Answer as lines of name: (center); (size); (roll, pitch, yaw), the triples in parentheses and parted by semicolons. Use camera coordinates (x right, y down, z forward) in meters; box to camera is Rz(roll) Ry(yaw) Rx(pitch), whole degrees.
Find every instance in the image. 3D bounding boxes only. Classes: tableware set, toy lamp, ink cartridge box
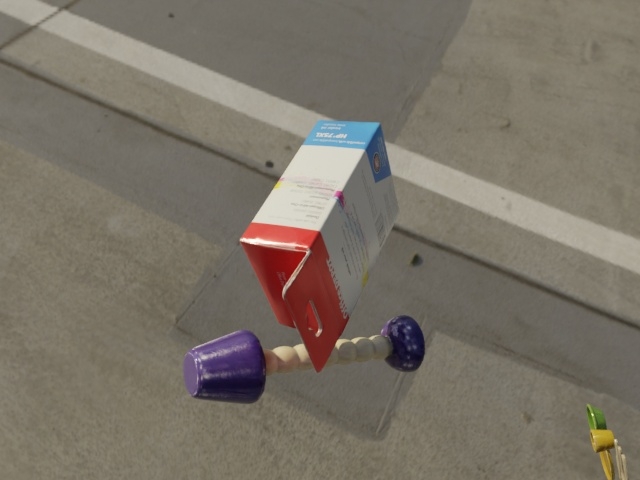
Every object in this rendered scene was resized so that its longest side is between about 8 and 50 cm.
tableware set: (0.290, 0.250, 0.629); (0.024, 0.154, 0.104); (-11, 17, 12)
toy lamp: (-0.011, 0.129, 0.681); (0.275, 0.080, 0.080); (-1, 49, -30)
ink cartridge box: (0.000, 0.000, 0.631); (0.078, 0.134, 0.231); (9, 50, 27)
